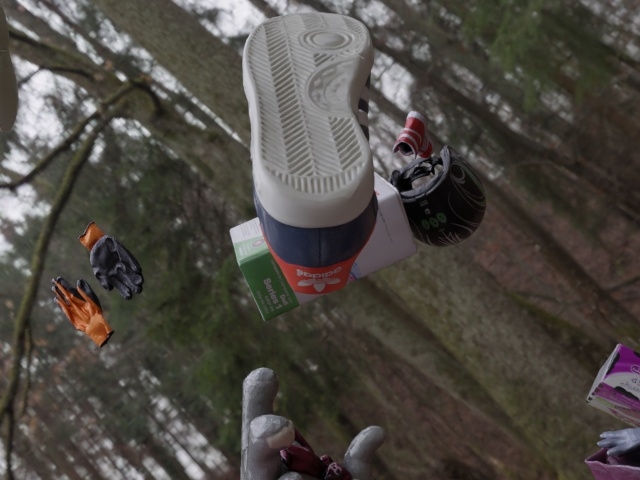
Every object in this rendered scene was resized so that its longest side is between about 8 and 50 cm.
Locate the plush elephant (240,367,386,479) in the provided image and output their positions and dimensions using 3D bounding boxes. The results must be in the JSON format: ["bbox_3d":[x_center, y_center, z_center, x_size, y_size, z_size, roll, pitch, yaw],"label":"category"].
[{"bbox_3d":[0.004,0.388,1.285,0.272,0.255,0.330,-161,73,-81],"label":"plush elephant"}]

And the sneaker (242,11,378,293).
[{"bbox_3d":[-0.011,-0.093,0.779,0.350,0.131,0.148,-86,-4,-49],"label":"sneaker"}]

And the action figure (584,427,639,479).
[{"bbox_3d":[0.457,0.382,0.957,0.275,0.370,0.248,-21,11,-15],"label":"action figure"}]

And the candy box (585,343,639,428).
[{"bbox_3d":[0.509,0.246,1.261,0.071,0.159,0.233,-60,-20,-10],"label":"candy box"}]

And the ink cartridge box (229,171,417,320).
[{"bbox_3d":[0.000,0.000,1.371,0.278,0.117,0.201,-24,19,-3],"label":"ink cartridge box"}]

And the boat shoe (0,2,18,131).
[{"bbox_3d":[-0.348,-0.181,0.847,0.049,0.043,0.137,-66,-28,-79],"label":"boat shoe"}]

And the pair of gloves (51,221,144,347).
[{"bbox_3d":[-0.181,0.036,0.657,0.083,0.074,0.010,-53,-17,15],"label":"pair of gloves"}]

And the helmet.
[{"bbox_3d":[0.213,-0.070,1.430,0.169,0.169,0.161,-47,-56,-4],"label":"helmet"}]

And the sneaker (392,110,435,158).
[{"bbox_3d":[0.148,-0.147,1.288,0.067,0.042,0.118,-64,-25,-17],"label":"sneaker"}]
